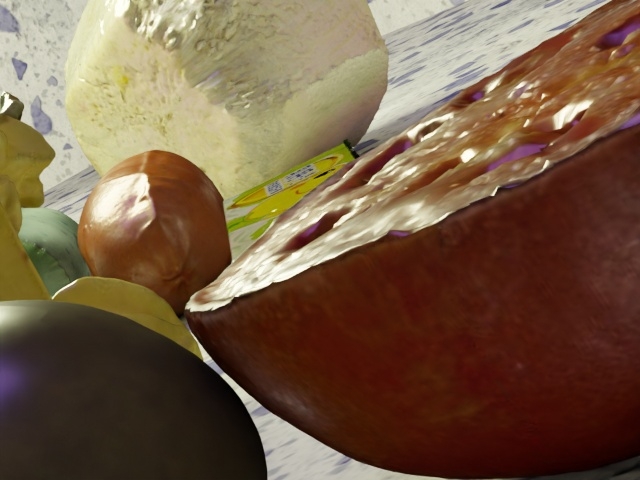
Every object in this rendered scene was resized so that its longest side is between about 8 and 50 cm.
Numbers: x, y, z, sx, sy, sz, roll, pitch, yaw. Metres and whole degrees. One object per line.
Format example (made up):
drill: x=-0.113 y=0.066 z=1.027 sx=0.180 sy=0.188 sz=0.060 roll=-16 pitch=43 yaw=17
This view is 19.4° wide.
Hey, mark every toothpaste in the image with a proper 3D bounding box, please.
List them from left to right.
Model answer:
toothpaste: x=0.000 y=0.000 z=1.272 sx=0.110 sy=0.077 sz=0.327 roll=-28 pitch=9 yaw=0

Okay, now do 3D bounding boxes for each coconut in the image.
coconut: x=-0.086 y=-0.189 z=1.916 sx=0.297 sy=0.297 sz=0.309 roll=-18 pitch=17 yaw=44

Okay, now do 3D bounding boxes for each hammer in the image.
hammer: x=-0.359 y=0.094 z=1.698 sx=0.335 sy=0.119 sz=0.206 roll=-32 pitch=6 yaw=5

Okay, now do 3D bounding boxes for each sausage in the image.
sausage: x=-0.138 y=-0.007 z=1.553 sx=0.133 sy=0.133 sz=0.258 roll=-26 pitch=9 yaw=4

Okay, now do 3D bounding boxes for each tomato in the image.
tomato: x=0.116 y=-0.004 z=0.745 sx=0.338 sy=0.144 sz=0.338 roll=-29 pitch=6 yaw=3

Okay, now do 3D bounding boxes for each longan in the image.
longan: x=-0.106 y=0.101 z=0.733 sx=0.184 sy=0.159 sz=0.204 roll=-10 pitch=2 yaw=27

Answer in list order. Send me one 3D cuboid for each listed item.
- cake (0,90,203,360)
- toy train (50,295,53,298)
cake: x=-0.236 y=0.064 z=1.090 sx=0.286 sy=0.227 sz=0.222 roll=-32 pitch=14 yaw=-21
toy train: x=-0.198 y=0.081 z=1.398 sx=0.104 sy=0.071 sz=0.178 roll=-20 pitch=9 yaw=-13
